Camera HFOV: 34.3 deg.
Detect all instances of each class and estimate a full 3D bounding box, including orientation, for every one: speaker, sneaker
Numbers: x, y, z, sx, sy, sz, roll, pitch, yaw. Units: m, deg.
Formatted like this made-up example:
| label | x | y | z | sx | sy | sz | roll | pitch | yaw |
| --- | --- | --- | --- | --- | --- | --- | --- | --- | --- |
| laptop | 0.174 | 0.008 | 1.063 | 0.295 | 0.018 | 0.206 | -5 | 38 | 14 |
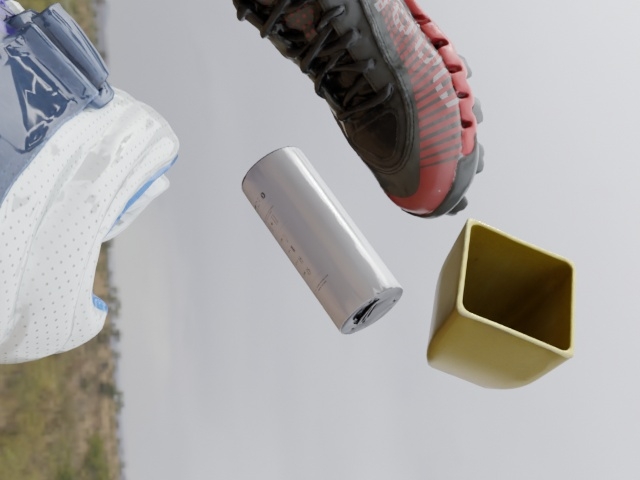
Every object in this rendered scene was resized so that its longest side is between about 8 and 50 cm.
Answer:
| label | x | y | z | sx | sy | sz | roll | pitch | yaw |
| --- | --- | --- | --- | --- | --- | --- | --- | --- | --- |
| speaker | 0.000 | 0.000 | 0.739 | 0.136 | 0.055 | 0.055 | 54 | -25 | 22 |
| sneaker | -0.171 | -0.093 | 0.449 | 0.130 | 0.236 | 0.323 | -34 | -135 | 24 |
| sneaker | 0.012 | -0.138 | 0.666 | 0.097 | 0.135 | 0.276 | -27 | -100 | 45 |

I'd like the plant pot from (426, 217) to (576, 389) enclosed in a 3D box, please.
| label | x | y | z | sx | sy | sz | roll | pitch | yaw |
| --- | --- | --- | --- | --- | --- | --- | --- | --- | --- |
| plant pot | 0.110 | 0.052 | 0.681 | 0.083 | 0.081 | 0.081 | 123 | -14 | -46 |
